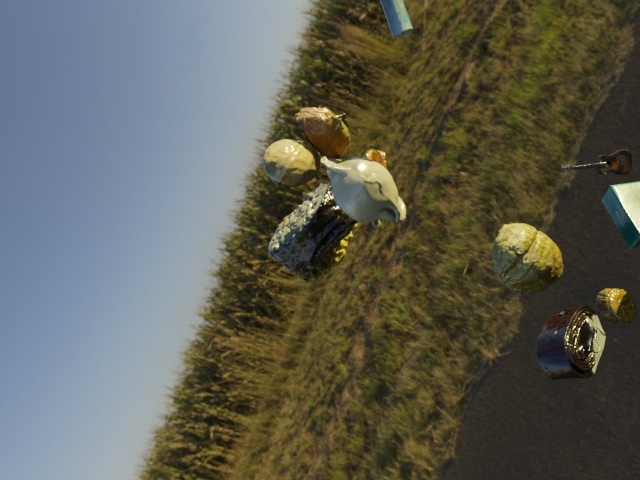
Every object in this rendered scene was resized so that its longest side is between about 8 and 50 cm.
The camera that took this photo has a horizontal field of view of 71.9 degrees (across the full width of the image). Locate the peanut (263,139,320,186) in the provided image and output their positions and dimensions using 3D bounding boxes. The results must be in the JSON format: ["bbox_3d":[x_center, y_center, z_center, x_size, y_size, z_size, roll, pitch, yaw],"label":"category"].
[{"bbox_3d":[-0.071,-0.203,1.127,0.109,0.140,0.159,-53,9,37],"label":"peanut"}]

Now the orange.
[{"bbox_3d":[0.898,0.099,1.885,0.271,0.368,0.210,-51,31,6],"label":"orange"}]

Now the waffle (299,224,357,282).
[{"bbox_3d":[-0.002,-0.002,1.604,0.307,0.060,0.312,-54,34,4],"label":"waffle"}]

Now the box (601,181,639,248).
[{"bbox_3d":[1.180,-0.098,1.628,0.092,0.153,0.245,77,-172,-53],"label":"box"}]

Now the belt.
[{"bbox_3d":[0.887,0.353,1.541,0.289,0.184,0.164,-44,5,-34],"label":"belt"}]

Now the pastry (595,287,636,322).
[{"bbox_3d":[0.857,0.190,1.278,0.097,0.109,0.057,-35,-5,-22],"label":"pastry"}]

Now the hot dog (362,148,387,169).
[{"bbox_3d":[0.221,-0.229,1.737,0.072,0.114,0.269,152,119,-79],"label":"hot dog"}]

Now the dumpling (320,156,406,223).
[{"bbox_3d":[0.113,-0.136,1.111,0.147,0.258,0.193,-53,3,29],"label":"dumpling"}]

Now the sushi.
[{"bbox_3d":[-0.022,-0.029,1.410,0.350,0.170,0.211,-43,24,38],"label":"sushi"}]

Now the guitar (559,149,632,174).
[{"bbox_3d":[0.977,-0.266,1.568,0.025,0.233,0.088,-45,-52,-73],"label":"guitar"}]

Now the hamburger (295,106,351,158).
[{"bbox_3d":[0.024,-0.273,1.115,0.102,0.176,0.087,-8,53,43],"label":"hamburger"}]

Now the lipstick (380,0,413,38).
[{"bbox_3d":[0.157,-0.533,0.976,0.048,0.048,0.158,-140,29,-82],"label":"lipstick"}]

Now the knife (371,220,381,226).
[{"bbox_3d":[0.165,-0.063,1.325,0.343,0.026,0.061,10,-107,-79],"label":"knife"}]
